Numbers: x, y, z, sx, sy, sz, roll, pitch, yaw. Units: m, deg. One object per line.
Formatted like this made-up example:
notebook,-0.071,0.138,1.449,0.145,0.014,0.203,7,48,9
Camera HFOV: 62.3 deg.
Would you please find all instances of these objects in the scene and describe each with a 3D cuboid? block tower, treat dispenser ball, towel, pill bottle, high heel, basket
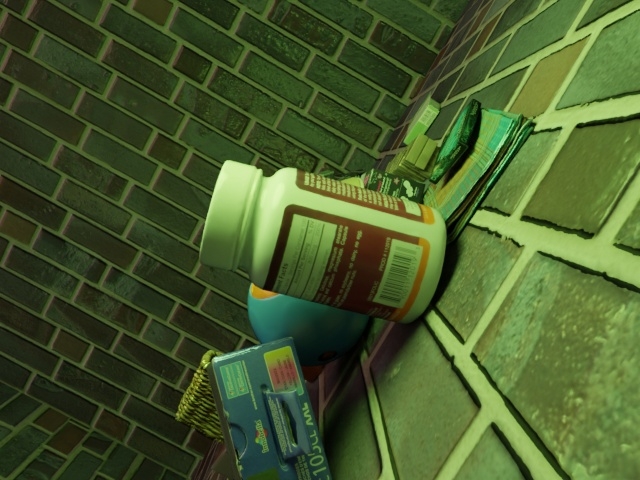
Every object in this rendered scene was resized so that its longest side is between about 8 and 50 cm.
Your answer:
block tower,0.268,-0.219,1.612,0.097,0.091,0.335,-60,3,-7
treat dispenser ball,-0.027,0.149,1.241,0.288,0.288,0.288,-60,4,7
towel,0.297,-0.148,1.092,0.271,0.040,0.370,-58,4,17
pill bottle,0.000,0.000,0.946,0.224,0.392,0.224,-165,90,-83
high heel,0.066,-0.060,1.295,0.261,0.093,0.186,-134,29,-65
basket,-0.182,0.394,1.382,0.223,0.299,0.213,-61,2,27

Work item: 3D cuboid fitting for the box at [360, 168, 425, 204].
box,0.163,-0.091,1.389,0.247,0.142,0.163,-123,48,-85

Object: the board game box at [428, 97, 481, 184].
board game box,0.300,-0.221,1.181,0.126,0.026,0.186,-57,3,48

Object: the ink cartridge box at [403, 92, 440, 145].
ink cartridge box,0.398,-0.472,2.060,0.171,0.056,0.235,-58,2,31

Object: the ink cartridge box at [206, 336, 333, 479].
ink cartridge box,-0.104,0.332,0.968,0.395,0.151,0.269,129,126,-71

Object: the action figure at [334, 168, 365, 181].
action figure,0.106,-0.062,1.576,0.185,0.284,0.099,-21,17,-33

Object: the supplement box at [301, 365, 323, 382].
supplement box,-0.013,0.298,1.553,0.078,0.080,0.233,-56,7,36

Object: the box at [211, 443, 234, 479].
box,-0.205,0.576,1.647,0.148,0.121,0.311,-57,5,38
